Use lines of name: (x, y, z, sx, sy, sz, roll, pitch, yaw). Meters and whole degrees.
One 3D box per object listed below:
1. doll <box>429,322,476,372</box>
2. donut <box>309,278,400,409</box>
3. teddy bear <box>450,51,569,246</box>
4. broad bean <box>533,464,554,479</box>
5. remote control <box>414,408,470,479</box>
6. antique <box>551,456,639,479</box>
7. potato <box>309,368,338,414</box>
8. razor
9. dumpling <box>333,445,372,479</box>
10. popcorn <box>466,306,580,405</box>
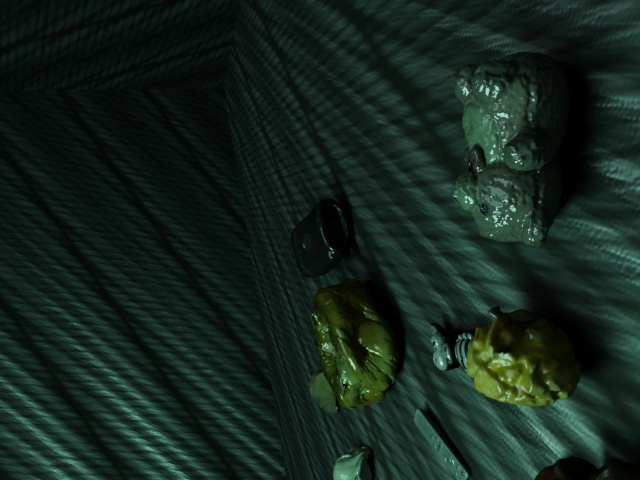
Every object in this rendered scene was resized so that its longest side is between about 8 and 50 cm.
doll: (0.270, 0.214, 0.934, 0.219, 0.067, 0.090, 166, 93, -73)
donut: (0.088, 0.284, 1.340, 0.360, 0.170, 0.360, 169, 90, -75)
teddy bear: (0.267, -0.128, 0.696, 0.236, 0.151, 0.267, -88, 0, -73)
broad bean: (0.362, 0.418, 0.721, 0.114, 0.085, 0.165, 31, 120, 47)
remote control: (0.272, 0.456, 1.080, 0.184, 0.027, 0.049, -130, 36, -50)
antique: (0.391, 0.398, 0.579, 0.143, 0.121, 0.256, 137, 131, -57)
potato: (0.006, 0.551, 1.780, 0.089, 0.101, 0.171, -164, 66, -75)
razor: (0.001, 0.000, 1.561, 0.349, 0.114, 0.204, 140, 120, -66)
dumpling: (0.108, 0.723, 1.538, 0.228, 0.124, 0.151, 115, 180, -48)
popcorn: (0.298, 0.176, 0.722, 0.167, 0.148, 0.152, -1, 126, 57)
